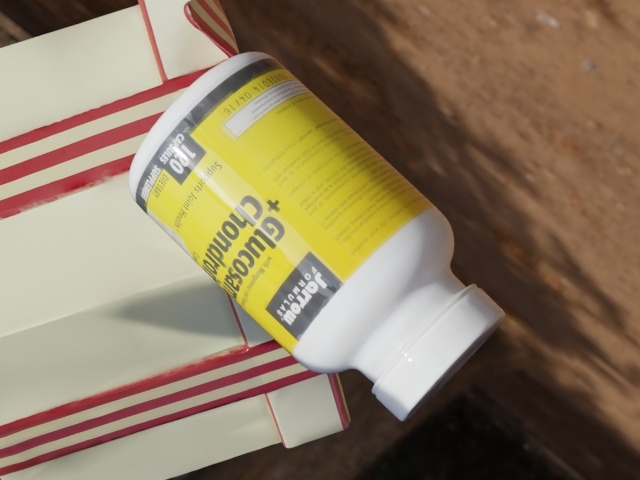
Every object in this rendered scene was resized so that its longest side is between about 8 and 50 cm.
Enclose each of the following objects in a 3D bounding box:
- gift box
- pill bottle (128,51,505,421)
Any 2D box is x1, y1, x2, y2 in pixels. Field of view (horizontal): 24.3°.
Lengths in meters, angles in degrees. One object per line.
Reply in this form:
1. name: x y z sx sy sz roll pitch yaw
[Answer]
1. gift box: -0.113 0.004 0.929 0.276 0.258 0.255 78 173 -60
2. pill bottle: 0.000 0.000 0.740 0.184 0.103 0.103 43 -177 11
